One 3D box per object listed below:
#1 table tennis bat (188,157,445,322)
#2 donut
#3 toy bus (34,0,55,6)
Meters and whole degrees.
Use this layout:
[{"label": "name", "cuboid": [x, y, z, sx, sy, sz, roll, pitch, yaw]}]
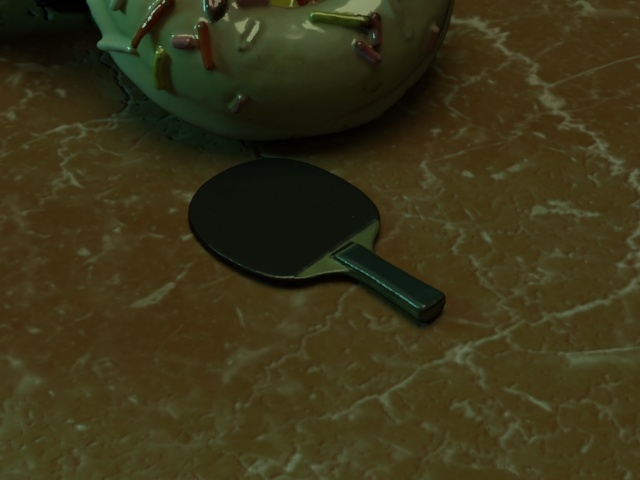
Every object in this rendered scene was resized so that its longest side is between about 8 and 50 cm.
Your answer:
[{"label": "table tennis bat", "cuboid": [0.000, 0.000, 1.557, 0.274, 0.021, 0.154, 31, 49, 33]}, {"label": "donut", "cuboid": [-0.043, -0.283, 1.669, 0.382, 0.142, 0.383, 3, 75, -12]}, {"label": "toy bus", "cuboid": [-0.148, -0.405, 1.883, 0.439, 0.209, 0.249, -10, 44, -15]}]
